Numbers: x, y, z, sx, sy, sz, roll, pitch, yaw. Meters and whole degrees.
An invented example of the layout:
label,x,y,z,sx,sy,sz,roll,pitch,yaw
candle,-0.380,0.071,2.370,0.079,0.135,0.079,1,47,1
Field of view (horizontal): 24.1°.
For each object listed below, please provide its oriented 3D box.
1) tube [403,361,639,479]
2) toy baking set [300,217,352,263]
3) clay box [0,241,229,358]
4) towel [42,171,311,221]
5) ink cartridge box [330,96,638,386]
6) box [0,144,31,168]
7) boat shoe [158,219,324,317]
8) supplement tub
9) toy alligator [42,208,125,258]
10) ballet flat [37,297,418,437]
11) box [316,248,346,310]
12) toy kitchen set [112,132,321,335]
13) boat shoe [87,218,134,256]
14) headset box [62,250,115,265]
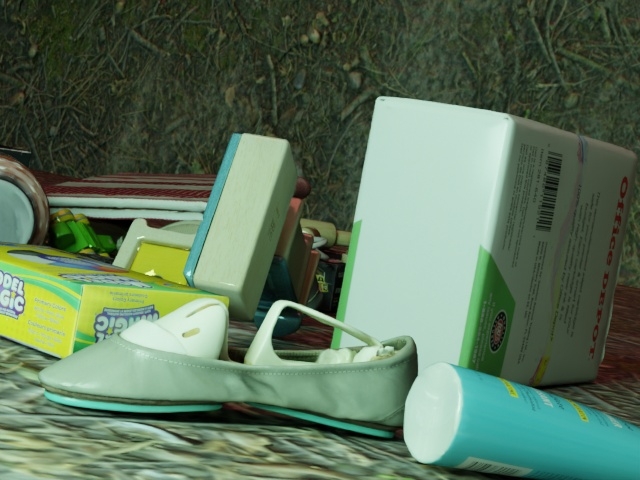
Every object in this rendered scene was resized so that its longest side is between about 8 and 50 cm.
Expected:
label,x,y,z,sx,sy,sz,roll,pitch,yaw
tube,0.143,0.111,0.806,0.207,0.052,0.080,16,10,-28
toy baking set,-0.002,-0.001,1.521,0.256,0.030,0.196,8,4,-26
clay box,-0.162,0.041,0.990,0.222,0.053,0.127,12,3,41
towel,-0.166,-0.043,1.604,0.237,0.037,0.329,1,7,15
ink cartridge box,0.138,0.007,1.187,0.117,0.201,0.278,12,3,31
box,-0.485,-0.083,1.800,0.184,0.103,0.261,4,5,-33
boat shoe,-0.094,0.033,1.375,0.233,0.084,0.079,4,-40,45
supplement tub,-0.292,-0.026,1.316,0.106,0.106,0.198,9,3,-16
toy alligator,-0.229,0.012,1.421,0.051,0.056,0.189,-33,-11,7
ballet flat,-0.045,0.063,0.815,0.213,0.068,0.072,9,3,-20
box,-0.037,0.031,1.598,0.175,0.051,0.220,11,3,17
toy kitchen set,-0.102,0.016,1.127,0.166,0.122,0.207,10,-27,14
boat shoe,-0.255,-0.008,1.680,0.135,0.045,0.050,15,13,41
headset box,-0.192,0.030,1.283,0.083,0.032,0.062,11,3,36
